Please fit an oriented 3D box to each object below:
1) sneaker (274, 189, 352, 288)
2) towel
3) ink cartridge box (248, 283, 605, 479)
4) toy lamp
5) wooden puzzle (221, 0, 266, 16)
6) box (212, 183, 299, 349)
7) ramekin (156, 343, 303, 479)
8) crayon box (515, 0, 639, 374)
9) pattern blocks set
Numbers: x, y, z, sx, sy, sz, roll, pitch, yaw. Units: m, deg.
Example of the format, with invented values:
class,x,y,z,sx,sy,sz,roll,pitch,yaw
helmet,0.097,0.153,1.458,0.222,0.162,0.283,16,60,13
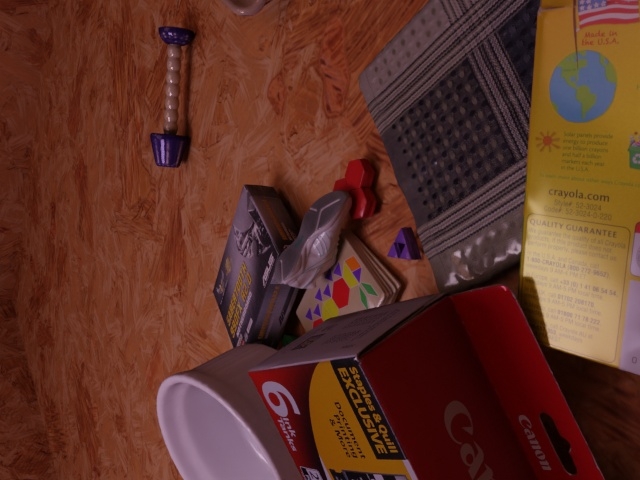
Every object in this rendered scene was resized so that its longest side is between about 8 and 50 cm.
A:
class,x,y,z,sx,sy,sz,roll,pitch,yaw
sneaker,0.000,0.000,0.841,0.152,0.061,0.054,-55,36,13
towel,0.187,-0.139,0.635,0.324,0.056,0.312,-38,64,45
ink cartridge box,0.104,0.218,0.583,0.271,0.130,0.310,-25,93,55
toy lamp,-0.304,-0.287,1.272,0.080,0.080,0.275,13,100,53
wooden puzzle,-0.100,-0.567,0.992,0.322,0.080,0.348,51,125,40
box,-0.101,0.056,0.992,0.183,0.056,0.231,59,138,44
ramekin,-0.095,0.283,0.887,0.277,0.135,0.277,24,127,36
crayon box,0.258,-0.059,0.447,0.202,0.081,0.319,15,111,44
pattern blocks set,0.034,0.085,0.855,0.325,0.026,0.285,-57,46,38
